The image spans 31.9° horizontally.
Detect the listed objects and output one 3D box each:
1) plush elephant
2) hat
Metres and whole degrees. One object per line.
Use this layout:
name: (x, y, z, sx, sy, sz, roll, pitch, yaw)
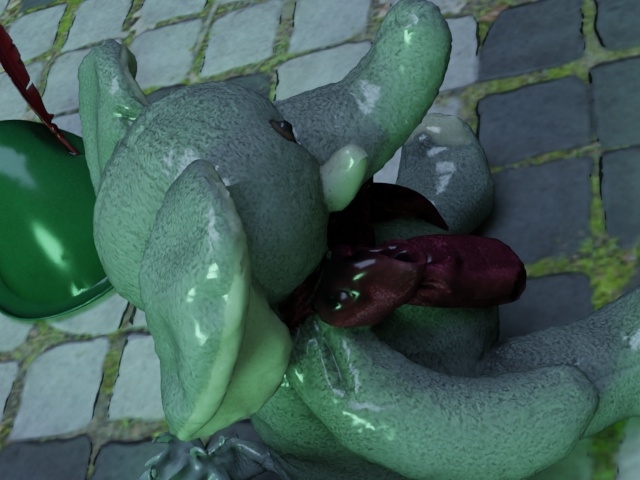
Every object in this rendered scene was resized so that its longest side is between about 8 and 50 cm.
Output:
plush elephant: (0.000, 0.000, 0.560, 0.330, 0.255, 0.272, -31, 44, -7)
hat: (-0.237, -0.069, 0.824, 0.173, 0.183, 0.208, -41, 45, -7)
